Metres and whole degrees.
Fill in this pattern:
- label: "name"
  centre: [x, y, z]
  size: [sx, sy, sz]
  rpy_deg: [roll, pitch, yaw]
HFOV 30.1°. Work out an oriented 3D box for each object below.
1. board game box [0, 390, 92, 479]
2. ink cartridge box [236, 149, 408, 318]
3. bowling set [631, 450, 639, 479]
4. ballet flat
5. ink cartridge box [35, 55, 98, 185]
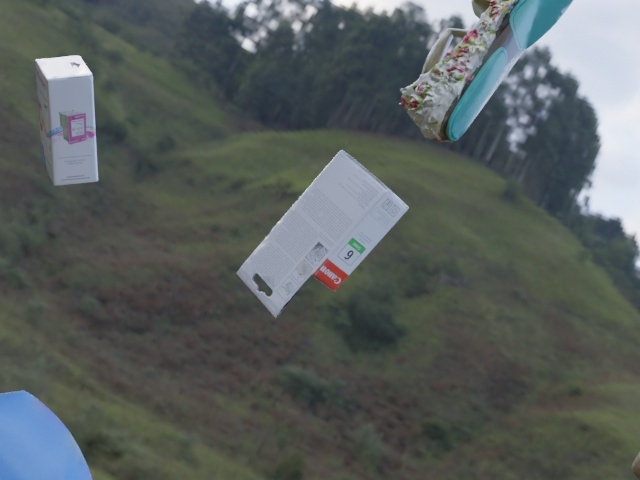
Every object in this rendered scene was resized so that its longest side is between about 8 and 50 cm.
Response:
- label: "board game box"
  centre: [-0.186, 0.140, 0.550]
  size: [0.168, 0.133, 0.033]
  rpy_deg: [-5, 3, -37]
- label: "ink cartridge box"
  centre: [0.000, 0.000, 0.815]
  size: [0.029, 0.115, 0.063]
  rpy_deg: [37, 5, -43]
- label: "bowling set"
  centre: [0.355, 0.263, 1.114]
  size: [0.154, 0.287, 0.200]
  rpy_deg: [32, -32, 14]
- label: "ballet flat"
  centre: [0.164, -0.203, 1.175]
  size: [0.077, 0.241, 0.091]
  rpy_deg: [35, -12, 29]
- label: "ink cartridge box"
  centre: [-0.279, -0.133, 1.310]
  size: [0.052, 0.122, 0.088]
  rpy_deg: [-6, 24, -21]
